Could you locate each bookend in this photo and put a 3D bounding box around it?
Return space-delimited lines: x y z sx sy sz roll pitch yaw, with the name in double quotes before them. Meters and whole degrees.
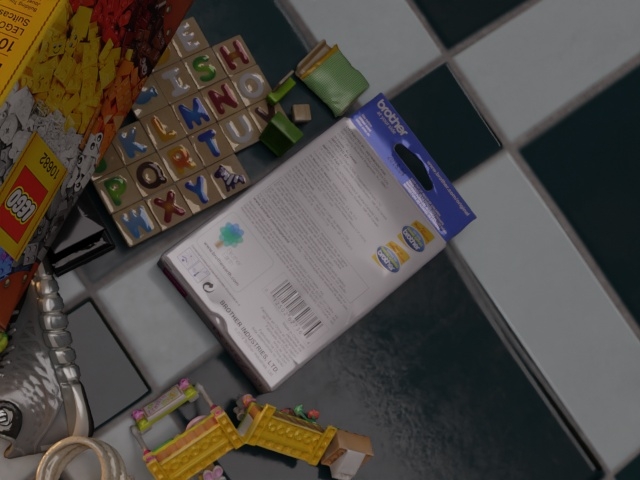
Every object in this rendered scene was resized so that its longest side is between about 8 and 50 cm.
"bookend" -0.266 -0.058 1.297 0.072 0.157 0.156 -28 87 -17

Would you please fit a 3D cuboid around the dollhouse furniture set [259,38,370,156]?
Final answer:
"dollhouse furniture set" -0.006 -0.163 1.428 0.076 0.058 0.152 44 67 -3

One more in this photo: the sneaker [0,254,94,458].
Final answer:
"sneaker" -0.315 0.110 1.292 0.132 0.086 0.229 -15 85 -14

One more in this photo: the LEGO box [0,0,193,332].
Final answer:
"LEGO box" -0.425 -0.195 1.160 0.500 0.193 0.372 21 73 18

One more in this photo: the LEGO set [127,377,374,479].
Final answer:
"LEGO set" -0.092 0.203 1.344 0.287 0.107 0.132 -14 118 -21

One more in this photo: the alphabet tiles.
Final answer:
"alphabet tiles" -0.155 -0.129 1.399 0.237 0.009 0.198 -29 88 -26

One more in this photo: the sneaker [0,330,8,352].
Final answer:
"sneaker" -0.435 0.033 1.242 0.295 0.109 0.123 20 64 4

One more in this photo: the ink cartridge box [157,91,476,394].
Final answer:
"ink cartridge box" 0.000 0.000 1.406 0.311 0.065 0.186 -39 91 -16

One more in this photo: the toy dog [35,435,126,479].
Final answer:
"toy dog" -0.256 0.344 1.152 0.220 0.161 0.334 41 84 8
